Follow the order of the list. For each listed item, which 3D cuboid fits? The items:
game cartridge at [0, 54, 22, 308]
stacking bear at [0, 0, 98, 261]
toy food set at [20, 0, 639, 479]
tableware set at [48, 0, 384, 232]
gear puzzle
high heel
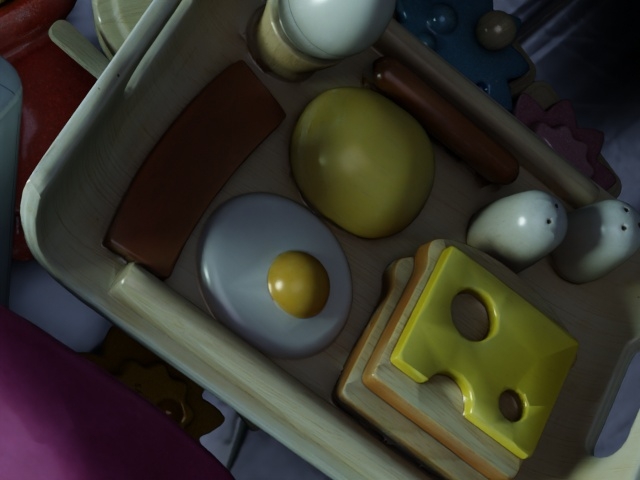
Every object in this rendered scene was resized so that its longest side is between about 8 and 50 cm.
[{"bbox_3d":[-0.278,-0.039,0.749,0.294,0.060,0.196,14,126,5],"label":"game cartridge"},{"bbox_3d":[-0.188,-0.130,0.788,0.164,0.175,0.289,-19,106,28],"label":"stacking bear"},{"bbox_3d":[0.043,-0.011,0.742,0.306,0.092,0.219,37,59,-14],"label":"toy food set"},{"bbox_3d":[-0.033,-0.067,0.797,0.194,0.039,0.128,44,58,-10],"label":"tableware set"},{"bbox_3d":[0.000,0.000,0.834,0.339,0.044,0.175,-38,94,-20],"label":"gear puzzle"},{"bbox_3d":[-0.186,0.002,0.694,0.181,0.127,0.377,-29,98,-34],"label":"high heel"}]
